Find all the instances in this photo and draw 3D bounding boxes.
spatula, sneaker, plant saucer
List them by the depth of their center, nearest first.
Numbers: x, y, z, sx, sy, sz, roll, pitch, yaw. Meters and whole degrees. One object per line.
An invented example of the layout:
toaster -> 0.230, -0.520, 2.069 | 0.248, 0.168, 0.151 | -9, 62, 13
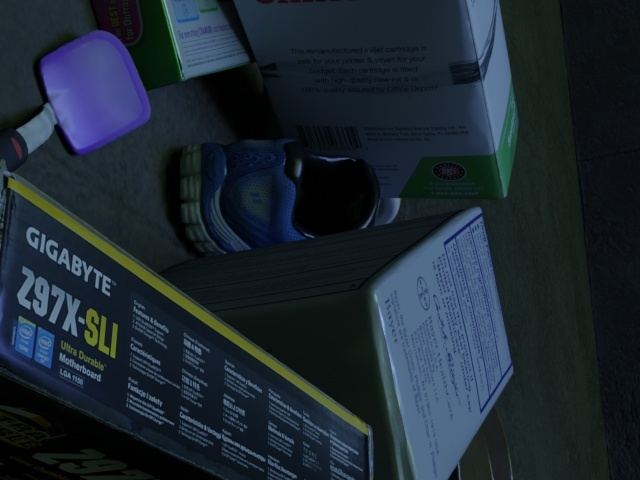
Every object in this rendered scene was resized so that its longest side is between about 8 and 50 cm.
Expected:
spatula -> -0.202, -0.073, 0.779 | 0.296, 0.030, 0.084 | -54, 129, -60
sneaker -> 0.000, 0.000, 1.078 | 0.330, 0.147, 0.130 | 40, 45, -59
plant saucer -> 0.221, 0.339, 1.594 | 0.278, 0.041, 0.278 | -11, 90, -68

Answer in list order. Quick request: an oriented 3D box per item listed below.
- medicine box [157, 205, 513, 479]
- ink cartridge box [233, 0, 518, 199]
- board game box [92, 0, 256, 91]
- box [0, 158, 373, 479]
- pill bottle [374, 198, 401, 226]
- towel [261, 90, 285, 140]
medicine box -> -0.023, 0.089, 0.828 | 0.289, 0.263, 0.149 | -28, 107, -66
ink cartridge box -> 0.060, -0.177, 1.049 | 0.289, 0.211, 0.122 | 70, 30, -46
board game box -> -0.136, -0.301, 0.995 | 0.242, 0.064, 0.317 | -35, 112, -66
box -> -0.152, 0.090, 0.532 | 0.322, 0.257, 0.079 | 44, 40, -54
pill bottle -> 0.063, -0.087, 1.347 | 0.152, 0.086, 0.086 | -71, 144, -51
towel -> 0.000, -0.104, 1.219 | 0.152, 0.023, 0.113 | 26, 51, -30
